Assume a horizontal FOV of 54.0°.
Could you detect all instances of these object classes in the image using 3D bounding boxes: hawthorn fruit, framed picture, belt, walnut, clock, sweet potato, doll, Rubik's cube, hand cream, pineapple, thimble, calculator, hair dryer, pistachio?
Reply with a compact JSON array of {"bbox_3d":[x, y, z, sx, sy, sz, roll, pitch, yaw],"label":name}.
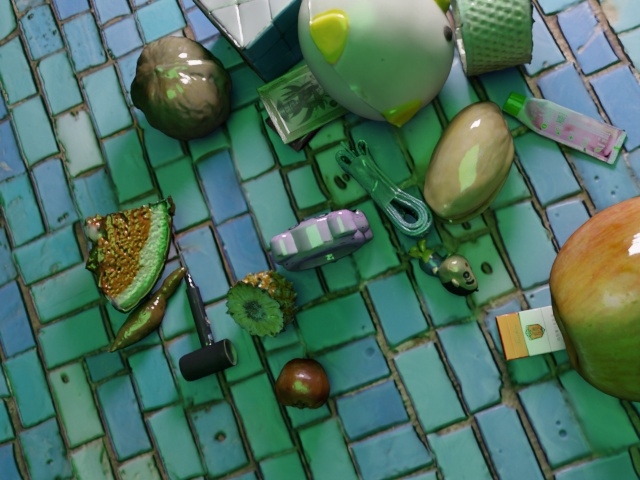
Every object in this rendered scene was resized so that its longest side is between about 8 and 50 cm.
[{"bbox_3d":[-0.043,0.325,1.434,0.125,0.125,0.140,-34,45,5],"label":"hawthorn fruit"},{"bbox_3d":[-0.023,-0.356,1.542,0.231,0.010,0.173,-28,75,0],"label":"framed picture"},{"bbox_3d":[0.149,-0.123,1.462,0.087,0.072,0.302,-44,70,9],"label":"belt"},{"bbox_3d":[-0.338,-0.368,1.525,0.249,0.248,0.248,-1,82,11],"label":"walnut"},{"bbox_3d":[0.000,0.000,1.398,0.228,0.248,0.090,-22,81,7],"label":"clock"},{"bbox_3d":[-0.416,0.175,1.547,0.075,0.075,0.269,36,78,13],"label":"sweet potato"},{"bbox_3d":[0.285,0.059,1.422,0.179,0.102,0.089,39,134,9],"label":"doll"},{"bbox_3d":[-0.138,-0.554,1.509,0.231,0.225,0.221,-42,75,5],"label":"Rubik's cube"},{"bbox_3d":[0.555,-0.267,1.436,0.275,0.050,0.079,25,113,8],"label":"hand cream"},{"bbox_3d":[-0.118,0.128,1.471,0.161,0.137,0.176,38,130,3],"label":"pineapple"},{"bbox_3d":[0.371,-0.510,1.386,0.150,0.271,0.270,-11,80,11],"label":"thimble"},{"bbox_3d":[-0.035,-0.326,1.559,0.190,0.034,0.126,-46,75,1],"label":"calculator"},{"bbox_3d":[-0.302,0.208,1.530,0.128,0.070,0.255,-24,71,7],"label":"hair dryer"},{"bbox_3d":[0.333,-0.175,1.404,0.182,0.162,0.292,22,90,29],"label":"pistachio"}]

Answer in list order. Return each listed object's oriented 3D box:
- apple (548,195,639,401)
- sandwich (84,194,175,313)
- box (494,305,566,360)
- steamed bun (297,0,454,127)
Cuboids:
[{"bbox_3d":[0.625,0.119,1.198,0.347,0.391,0.391,-21,79,5],"label":"apple"},{"bbox_3d":[-0.467,0.030,1.530,0.212,0.109,0.292,4,90,-9],"label":"sandwich"},{"bbox_3d":[0.473,0.201,1.385,0.152,0.048,0.100,-13,78,11],"label":"box"},{"bbox_3d":[0.124,-0.442,1.378,0.374,0.334,0.333,34,90,-30],"label":"steamed bun"}]
